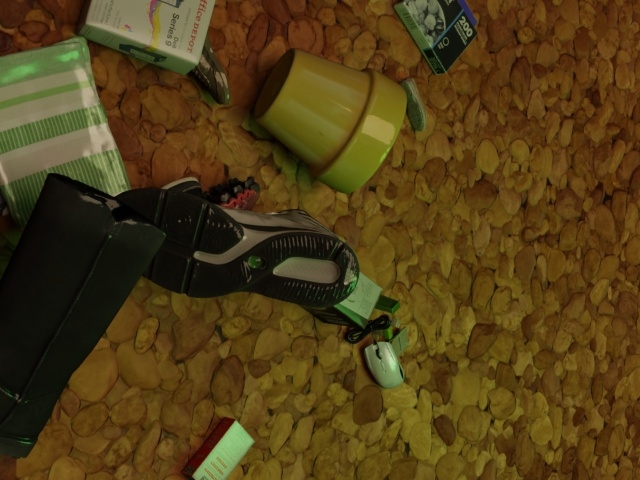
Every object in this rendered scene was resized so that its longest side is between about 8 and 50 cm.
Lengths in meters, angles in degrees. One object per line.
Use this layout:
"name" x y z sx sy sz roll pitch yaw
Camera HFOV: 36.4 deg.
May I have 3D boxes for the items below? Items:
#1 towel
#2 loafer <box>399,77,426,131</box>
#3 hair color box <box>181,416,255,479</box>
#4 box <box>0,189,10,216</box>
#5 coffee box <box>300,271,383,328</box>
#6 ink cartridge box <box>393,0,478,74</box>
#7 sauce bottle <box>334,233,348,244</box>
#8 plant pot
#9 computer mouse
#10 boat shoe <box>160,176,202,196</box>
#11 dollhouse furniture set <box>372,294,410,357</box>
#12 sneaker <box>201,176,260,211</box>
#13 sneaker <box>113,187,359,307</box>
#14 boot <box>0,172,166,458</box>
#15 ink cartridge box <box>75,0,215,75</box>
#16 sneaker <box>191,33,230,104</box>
"towel" -0.456 -0.169 1.673 0.248 0.038 0.325 -28 109 -43
"loafer" 0.220 -0.314 2.234 0.039 0.045 0.125 -35 110 -40
"hair color box" -0.200 0.425 1.914 0.141 0.043 0.072 -50 120 -28
"box" -0.562 -0.074 1.617 0.136 0.028 0.081 -21 104 -35
"coffee box" -0.011 0.078 1.994 0.246 0.141 0.098 37 69 -33
"ink cartridge box" 0.285 -0.533 2.277 0.206 0.045 0.208 52 60 -27
"sauce bottle" 0.000 0.000 2.064 0.128 0.042 0.042 10 85 -41
"plant pot" 0.006 -0.255 1.948 0.239 0.254 0.254 26 74 -20
"computer mouse" 0.135 0.259 2.155 0.106 0.042 0.193 -21 114 9
"boat shoe" -0.302 -0.033 1.779 0.079 0.084 0.233 42 60 18
"dollhouse furniture set" 0.153 0.199 2.207 0.076 0.058 0.152 -44 136 -38
"sneaker" -0.207 -0.009 1.861 0.276 0.097 0.135 -44 117 -27
"sneaker" -0.158 0.009 1.748 0.447 0.257 0.169 14 97 -3
"boot" -0.492 0.096 1.495 0.367 0.146 0.445 26 102 -44
"ink cartridge box" -0.308 -0.408 1.739 0.212 0.093 0.154 19 79 -24
"sneaker" -0.236 -0.341 1.860 0.071 0.066 0.188 -25 102 -18
